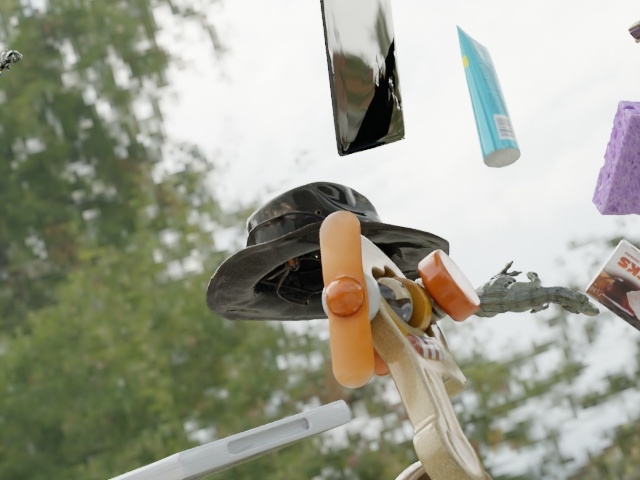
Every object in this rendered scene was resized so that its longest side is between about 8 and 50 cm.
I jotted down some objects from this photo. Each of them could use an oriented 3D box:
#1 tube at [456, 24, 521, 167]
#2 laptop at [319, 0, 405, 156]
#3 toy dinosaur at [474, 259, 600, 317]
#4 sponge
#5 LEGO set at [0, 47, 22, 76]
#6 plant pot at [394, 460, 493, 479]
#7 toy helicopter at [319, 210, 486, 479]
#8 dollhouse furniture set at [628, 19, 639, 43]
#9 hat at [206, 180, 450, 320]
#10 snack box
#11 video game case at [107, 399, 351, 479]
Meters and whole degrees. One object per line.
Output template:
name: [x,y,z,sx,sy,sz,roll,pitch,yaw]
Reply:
tube: [0.231,-0.201,2.464,0.052,0.207,0.080,-23,-30,23]
laptop: [-0.056,-0.309,2.114,0.236,0.408,0.382,-62,-9,12]
toy dinosaur: [0.209,0.071,2.223,0.268,0.064,0.118,-6,11,-1]
sponge: [0.379,-0.080,1.742,0.210,0.031,0.117,-1,-56,-16]
LEGO set: [-0.368,-0.197,2.022,0.054,0.023,0.083,-40,9,20]
plant pot: [0.135,0.401,2.322,0.237,0.237,0.109,-1,-5,-42]
toy helicopter: [0.087,0.118,1.852,0.140,0.355,0.235,-36,-48,13]
dollhouse furniture set: [0.414,-0.300,2.311,0.091,0.081,0.114,-25,-58,37]
hat: [0.000,0.000,2.382,0.331,0.134,0.331,-11,-26,-5]
snack box: [0.353,0.076,1.760,0.064,0.178,0.022,-56,-5,21]
video game case: [-0.109,0.192,1.515,0.193,0.023,0.212,-13,-10,-45]
